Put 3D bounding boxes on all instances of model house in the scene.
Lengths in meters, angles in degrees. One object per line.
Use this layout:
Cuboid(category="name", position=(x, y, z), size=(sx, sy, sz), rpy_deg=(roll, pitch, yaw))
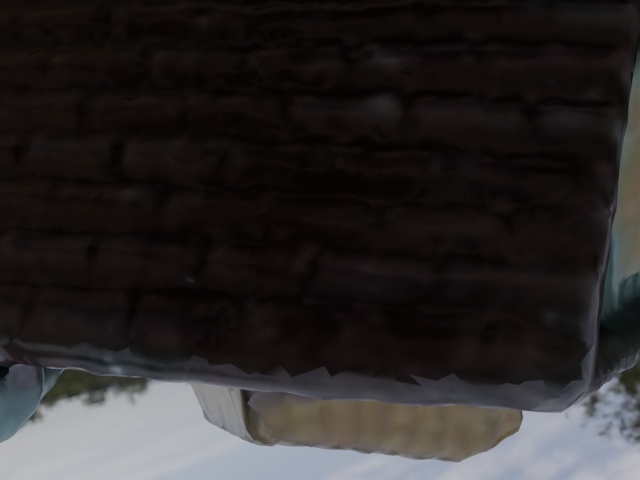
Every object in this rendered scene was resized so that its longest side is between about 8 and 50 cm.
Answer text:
Cuboid(category="model house", position=(0.000, 0.000, 0.426), size=(0.281, 0.230, 0.248), rpy_deg=(3, -140, 24))
